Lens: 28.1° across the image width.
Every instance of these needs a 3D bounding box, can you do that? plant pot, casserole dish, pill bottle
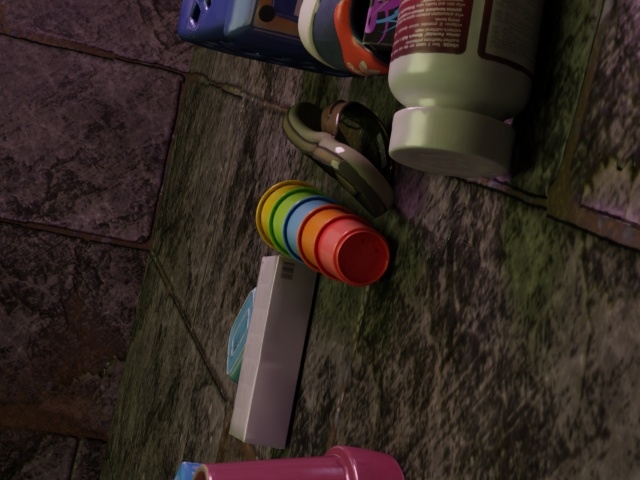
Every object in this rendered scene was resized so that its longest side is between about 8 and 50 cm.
[{"bbox_3d":[-0.016,-0.318,1.516,0.212,0.236,0.236,-145,68,-68],"label":"plant pot"},{"bbox_3d":[-0.034,0.285,1.192,0.201,0.180,0.201,-169,90,-75],"label":"plant pot"},{"bbox_3d":[-0.101,0.137,1.861,0.188,0.037,0.114,118,159,-51],"label":"casserole dish"},{"bbox_3d":[0.122,-0.171,1.069,0.121,0.121,0.221,162,119,-74],"label":"pill bottle"}]

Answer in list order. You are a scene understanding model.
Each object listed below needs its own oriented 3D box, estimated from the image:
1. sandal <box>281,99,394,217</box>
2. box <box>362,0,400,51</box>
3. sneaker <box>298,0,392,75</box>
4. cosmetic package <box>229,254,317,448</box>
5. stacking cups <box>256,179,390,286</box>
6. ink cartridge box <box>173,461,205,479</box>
[{"bbox_3d":[0.039,-0.102,1.411,0.086,0.120,0.303,-49,20,3],"label":"sandal"},{"bbox_3d":[0.109,-0.257,1.221,0.029,0.116,0.162,27,-107,-65],"label":"box"},{"bbox_3d":[0.104,-0.329,1.311,0.148,0.131,0.350,35,109,52],"label":"sneaker"},{"bbox_3d":[-0.060,0.141,1.645,0.099,0.060,0.239,176,105,-73],"label":"cosmetic package"},{"bbox_3d":[0.000,0.000,1.474,0.316,0.096,0.096,-140,62,-72],"label":"stacking cups"},{"bbox_3d":[-0.091,0.386,1.354,0.232,0.168,0.171,-93,21,-43],"label":"ink cartridge box"}]
